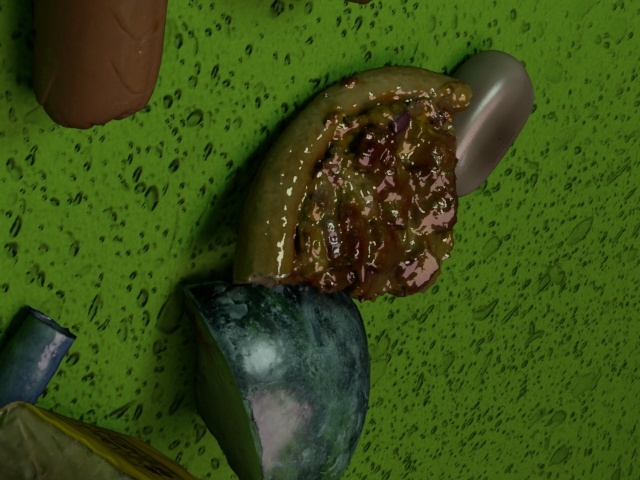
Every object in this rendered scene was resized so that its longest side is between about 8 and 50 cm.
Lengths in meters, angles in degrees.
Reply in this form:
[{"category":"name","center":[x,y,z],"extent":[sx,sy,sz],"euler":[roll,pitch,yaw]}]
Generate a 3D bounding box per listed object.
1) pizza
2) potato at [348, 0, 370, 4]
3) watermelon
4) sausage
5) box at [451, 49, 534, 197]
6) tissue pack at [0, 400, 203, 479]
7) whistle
[{"category":"pizza","center":[0.053,-0.048,1.953],"extent":[0.409,0.114,0.278],"euler":[-34,111,-32]},{"category":"potato","center":[0.010,-0.331,1.673],"extent":[0.176,0.141,0.298],"euler":[-34,148,3]},{"category":"watermelon","center":[-0.058,0.152,2.018],"extent":[0.289,0.213,0.320],"euler":[-44,111,-43]},{"category":"sausage","center":[-0.193,-0.237,1.489],"extent":[0.121,0.121,0.304],"euler":[-29,141,-40]},{"category":"box","center":[0.195,-0.149,2.161],"extent":[0.200,0.088,0.146],"euler":[-55,151,-8]},{"category":"tissue pack","center":[-0.261,0.346,1.737],"extent":[0.293,0.228,0.382],"euler":[-57,167,-5]},{"category":"whistle","center":[-0.355,0.210,1.715],"extent":[0.304,0.062,0.062],"euler":[-57,150,-1]}]
